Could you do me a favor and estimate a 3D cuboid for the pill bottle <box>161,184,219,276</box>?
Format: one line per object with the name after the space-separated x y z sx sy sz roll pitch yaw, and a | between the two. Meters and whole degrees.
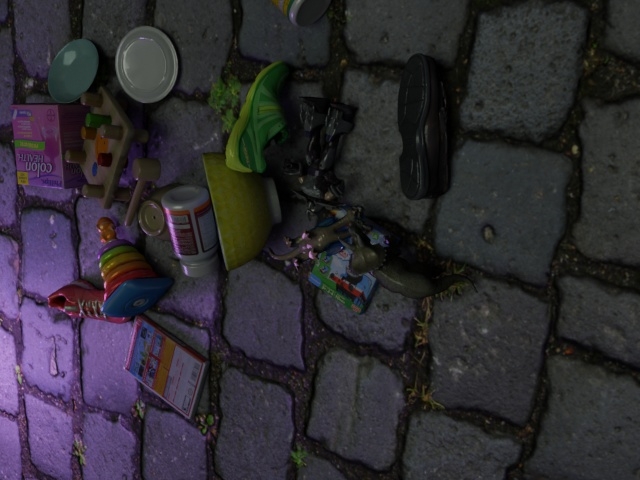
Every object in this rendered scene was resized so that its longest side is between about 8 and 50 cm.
-0.329 -0.023 1.874 0.121 0.121 0.221 14 127 30 | pill bottle

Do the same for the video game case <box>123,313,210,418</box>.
-0.456 0.367 2.129 0.285 0.025 0.204 29 116 24 | video game case

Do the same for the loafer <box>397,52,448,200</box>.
0.224 -0.236 1.528 0.109 0.095 0.302 16 107 61 | loafer

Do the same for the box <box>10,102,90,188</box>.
-0.790 -0.283 2.142 0.214 0.117 0.242 8 105 31 | box

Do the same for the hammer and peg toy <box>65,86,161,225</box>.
-0.562 -0.217 1.935 0.361 0.128 0.265 51 126 40 | hammer and peg toy

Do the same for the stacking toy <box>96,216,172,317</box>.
-0.574 0.056 2.076 0.166 0.175 0.301 -43 65 29 | stacking toy

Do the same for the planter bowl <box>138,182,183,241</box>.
-0.420 -0.069 1.956 0.162 0.109 0.161 7 104 32 | planter bowl

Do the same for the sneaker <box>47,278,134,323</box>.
-0.690 0.200 2.175 0.314 0.136 0.115 7 105 32 | sneaker

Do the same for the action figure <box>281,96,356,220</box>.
-0.006 -0.181 1.667 0.185 0.099 0.284 20 109 33 | action figure

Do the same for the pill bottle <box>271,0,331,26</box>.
-0.080 -0.585 1.613 0.208 0.118 0.117 49 122 15 | pill bottle

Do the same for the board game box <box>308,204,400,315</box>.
0.076 0.046 1.703 0.160 0.039 0.211 34 116 23 | board game box

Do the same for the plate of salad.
-0.458 -0.467 1.928 0.200 0.048 0.199 5 103 21 | plate of salad

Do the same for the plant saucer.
-0.691 -0.475 2.059 0.195 0.037 0.194 -7 75 26 | plant saucer

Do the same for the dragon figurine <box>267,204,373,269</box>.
0.000 0.000 1.666 0.289 0.144 0.085 -28 85 54 | dragon figurine

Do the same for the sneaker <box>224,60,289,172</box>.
-0.126 -0.278 1.676 0.124 0.109 0.295 21 71 -5 | sneaker

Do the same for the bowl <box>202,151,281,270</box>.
-0.181 -0.082 1.751 0.156 0.289 0.289 -12 96 -9 | bowl

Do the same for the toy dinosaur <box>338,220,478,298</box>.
0.176 0.073 1.550 0.314 0.160 0.121 32 116 3 | toy dinosaur
